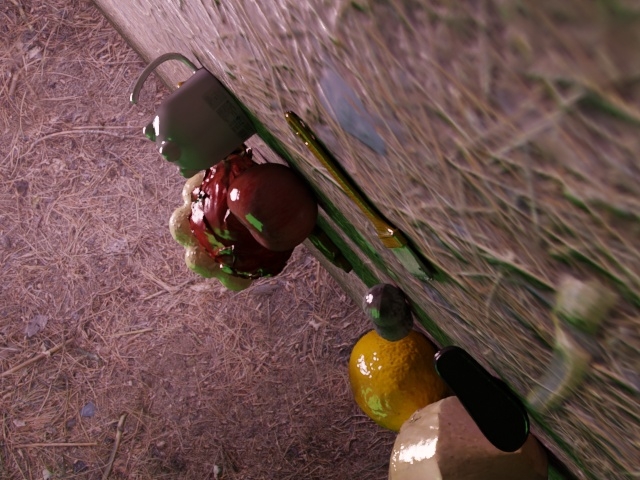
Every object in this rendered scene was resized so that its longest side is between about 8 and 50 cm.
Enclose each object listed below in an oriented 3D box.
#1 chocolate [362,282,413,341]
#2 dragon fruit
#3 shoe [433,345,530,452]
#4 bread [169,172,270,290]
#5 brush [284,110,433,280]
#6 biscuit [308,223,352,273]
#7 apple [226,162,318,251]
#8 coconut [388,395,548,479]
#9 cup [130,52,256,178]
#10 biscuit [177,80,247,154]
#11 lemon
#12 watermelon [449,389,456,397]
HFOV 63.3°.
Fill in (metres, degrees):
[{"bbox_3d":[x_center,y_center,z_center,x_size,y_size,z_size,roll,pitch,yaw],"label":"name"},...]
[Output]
[{"bbox_3d":[0.114,0.122,0.863,0.072,0.072,0.167,47,174,29],"label":"chocolate"},{"bbox_3d":[-0.170,-0.053,1.117,0.244,0.244,0.298,-150,36,-79],"label":"dragon fruit"},{"bbox_3d":[0.203,0.192,0.659,0.159,0.062,0.053,48,-171,-5],"label":"shoe"},{"bbox_3d":[-0.205,-0.037,1.265,0.316,0.316,0.054,50,159,-15],"label":"bread"},{"bbox_3d":[0.036,-0.044,0.523,0.218,0.010,0.082,50,177,-3],"label":"brush"},{"bbox_3d":[-0.002,0.002,1.270,0.215,0.034,0.182,48,177,19],"label":"biscuit"},{"bbox_3d":[-0.073,-0.056,0.847,0.153,0.120,0.153,45,171,10],"label":"apple"},{"bbox_3d":[0.237,0.371,0.809,0.259,0.259,0.259,48,176,4],"label":"coconut"},{"bbox_3d":[-0.211,-0.196,0.839,0.134,0.142,0.173,46,175,41],"label":"cup"},{"bbox_3d":[-0.261,-0.292,1.260,0.174,0.039,0.183,48,178,32],"label":"biscuit"},{"bbox_3d":[0.149,0.264,1.008,0.188,0.188,0.256,51,180,-28],"label":"lemon"},{"bbox_3d":[0.265,0.383,1.225,0.136,0.207,0.202,8,130,42],"label":"watermelon"}]
